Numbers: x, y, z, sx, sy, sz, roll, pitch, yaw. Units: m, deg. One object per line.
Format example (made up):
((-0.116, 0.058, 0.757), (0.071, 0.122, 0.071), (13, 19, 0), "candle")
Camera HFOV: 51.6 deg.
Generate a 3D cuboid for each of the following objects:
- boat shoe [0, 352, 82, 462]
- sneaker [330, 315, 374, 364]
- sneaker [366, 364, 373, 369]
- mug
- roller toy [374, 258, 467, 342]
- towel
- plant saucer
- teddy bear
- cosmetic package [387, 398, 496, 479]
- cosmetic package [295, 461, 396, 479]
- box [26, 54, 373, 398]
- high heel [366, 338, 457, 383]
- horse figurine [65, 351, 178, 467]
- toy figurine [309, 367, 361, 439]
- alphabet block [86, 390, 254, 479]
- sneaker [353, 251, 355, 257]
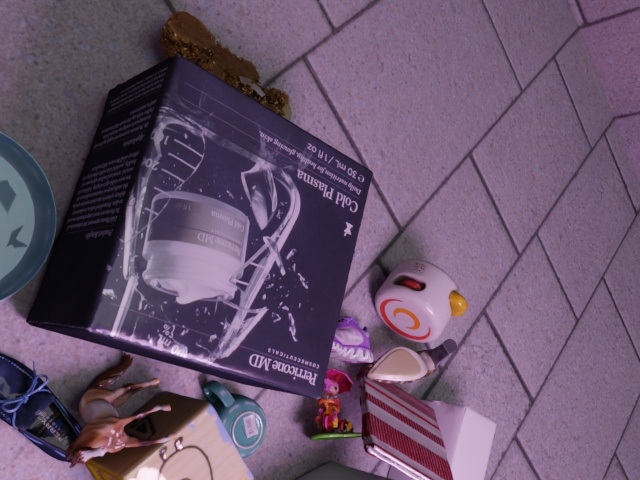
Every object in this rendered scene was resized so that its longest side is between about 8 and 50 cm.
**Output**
((-0.480, 0.277, 1.122), (0.258, 0.089, 0.109), (48, 58, -27), "boat shoe")
((0.040, 0.225, 1.576), (0.236, 0.095, 0.104), (26, 65, -42), "sneaker")
((0.147, 0.330, 1.696), (0.083, 0.032, 0.037), (42, 47, -36), "sneaker")
((-0.185, 0.376, 1.359), (0.158, 0.097, 0.129), (39, 63, -32), "mug")
((0.250, 0.148, 1.687), (0.191, 0.209, 0.146), (44, 57, -6), "roller toy")
((0.189, 0.434, 1.514), (0.237, 0.329, 0.037), (33, 106, -10), "towel")
((-0.598, -0.041, 1.081), (0.318, 0.044, 0.317), (4, 84, -40), "plant saucer")
((-0.196, -0.317, 1.371), (0.338, 0.113, 0.245), (28, 39, -31), "teddy bear")
((0.291, 0.605, 1.683), (0.155, 0.197, 0.365), (35, 66, -33), "cosmetic package")
((0.048, 0.734, 1.374), (0.327, 0.329, 0.393), (-13, 96, -41), "cosmetic package")
((-0.203, 0.002, 1.245), (0.480, 0.297, 0.471), (25, 72, -36), "box")
((0.206, 0.331, 1.682), (0.261, 0.186, 0.093), (-13, 67, -25), "high heel")
((-0.357, 0.297, 1.153), (0.174, 0.263, 0.066), (-12, 116, -20), "horse figurine")
((0.027, 0.375, 1.529), (0.173, 0.130, 0.159), (35, 47, -63), "toy figurine")
((-0.279, 0.417, 1.214), (0.197, 0.193, 0.192), (-38, 109, -36), "alphabet block")
((0.000, 0.000, 1.580), (0.191, 0.071, 0.083), (41, 67, -21), "sneaker")
